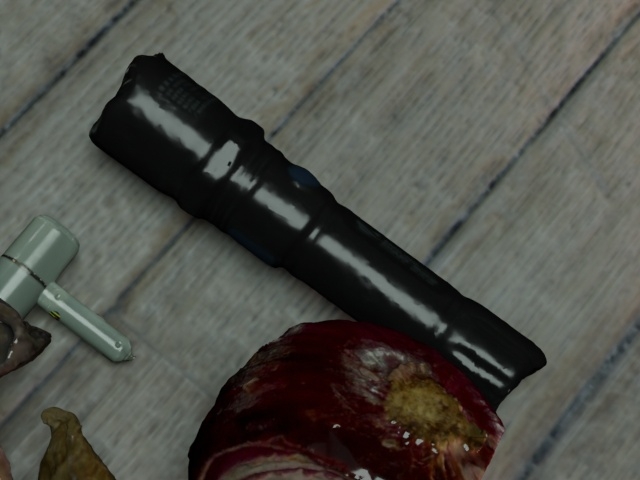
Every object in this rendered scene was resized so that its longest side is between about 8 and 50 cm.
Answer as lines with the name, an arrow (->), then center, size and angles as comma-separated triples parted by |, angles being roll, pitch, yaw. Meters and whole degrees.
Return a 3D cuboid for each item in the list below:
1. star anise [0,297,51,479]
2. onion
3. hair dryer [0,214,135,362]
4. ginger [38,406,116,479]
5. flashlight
star anise -> -0.349, 0.093, 1.119 | 0.331, 0.117, 0.332 | 12, 55, -19
onion -> 0.020, 0.156, 1.182 | 0.207, 0.216, 0.206 | 36, 42, 1
hair dryer -> -0.203, 0.050, 1.272 | 0.137, 0.047, 0.082 | 39, 70, -2
ginger -> -0.169, 0.264, 1.171 | 0.218, 0.123, 0.270 | -21, 68, -21
flashlight -> 0.000, 0.000, 1.292 | 0.424, 0.103, 0.103 | 36, 71, 3
